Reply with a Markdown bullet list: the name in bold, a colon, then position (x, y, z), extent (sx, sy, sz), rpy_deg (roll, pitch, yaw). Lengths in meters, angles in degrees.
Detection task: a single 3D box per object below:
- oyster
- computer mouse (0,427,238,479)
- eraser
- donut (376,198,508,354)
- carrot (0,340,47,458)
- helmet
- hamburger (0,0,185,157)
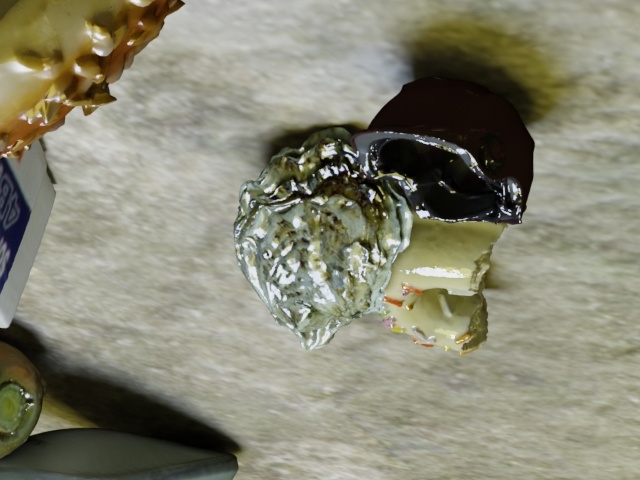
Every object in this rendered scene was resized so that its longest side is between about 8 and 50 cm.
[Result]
- **oyster**: position (0.000, 0.000, 1.070), extent (0.125, 0.064, 0.177), rpy_deg (46, 135, 5)
- **computer mouse**: position (-0.229, 0.237, 1.607), extent (0.197, 0.095, 0.331), rpy_deg (-6, 176, 33)
- **eraser**: position (-0.253, -0.053, 1.050), extent (0.081, 0.124, 0.279), rpy_deg (10, 155, 8)
- **donut**: position (0.075, 0.024, 1.115), extent (0.108, 0.065, 0.166), rpy_deg (12, 155, 5)
- **carrot**: position (-0.403, 0.150, 1.540), extent (0.302, 0.138, 0.139), rpy_deg (-5, 149, 36)
- **helmet**: position (0.080, -0.060, 0.932), extent (0.098, 0.070, 0.123), rpy_deg (2, 150, 43)
- **hamburger**: position (-0.179, -0.157, 0.625), extent (0.291, 0.291, 0.225), rpy_deg (-7, 144, 37)
